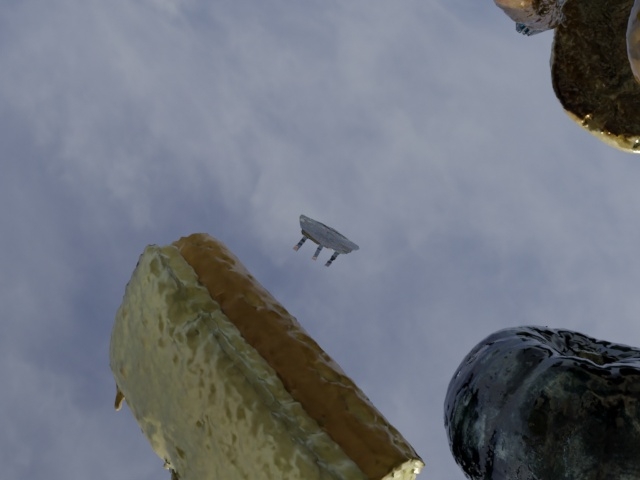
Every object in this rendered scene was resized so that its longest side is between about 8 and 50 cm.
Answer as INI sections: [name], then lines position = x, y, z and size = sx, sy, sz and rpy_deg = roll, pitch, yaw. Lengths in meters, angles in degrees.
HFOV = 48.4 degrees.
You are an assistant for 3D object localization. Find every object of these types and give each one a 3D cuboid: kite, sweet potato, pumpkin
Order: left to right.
[kite]
position = -0.001, 0.003, 1.238
size = 0.127, 0.016, 0.229
rpy_deg = 27, -165, 6
[sweet potato]
position = 0.237, -0.276, 0.806
size = 0.206, 0.068, 0.060
rpy_deg = 9, -107, -53
[pumpkin]
position = 0.227, 0.168, 0.635
size = 0.233, 0.233, 0.163
rpy_deg = 8, -83, -21

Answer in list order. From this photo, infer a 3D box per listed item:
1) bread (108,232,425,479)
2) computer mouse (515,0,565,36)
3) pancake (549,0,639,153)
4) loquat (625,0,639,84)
[bread]
position = -0.090, 0.190, 0.771
size = 0.165, 0.236, 0.375
rpy_deg = -10, -134, -45
[computer mouse]
position = 0.471, -0.489, 1.454
size = 0.147, 0.242, 0.077
rpy_deg = -20, -90, -11
[pancake]
position = 0.546, -0.303, 1.193
size = 0.356, 0.065, 0.356
rpy_deg = 0, -107, 0
[loquat]
position = 0.448, -0.232, 0.804
size = 0.187, 0.234, 0.176
rpy_deg = -26, -139, -2
